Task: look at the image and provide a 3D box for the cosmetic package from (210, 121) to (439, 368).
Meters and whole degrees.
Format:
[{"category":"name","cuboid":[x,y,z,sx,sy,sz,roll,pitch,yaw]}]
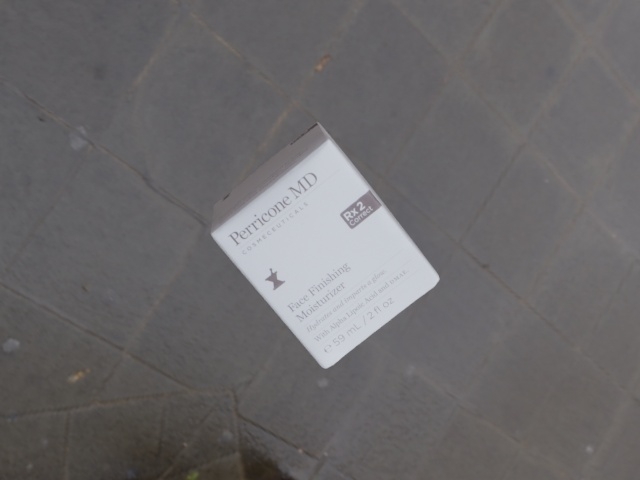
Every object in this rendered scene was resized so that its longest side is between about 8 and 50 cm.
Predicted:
[{"category":"cosmetic package","cuboid":[0.000,0.000,1.039,0.151,0.151,0.184,-39,103,4]}]
